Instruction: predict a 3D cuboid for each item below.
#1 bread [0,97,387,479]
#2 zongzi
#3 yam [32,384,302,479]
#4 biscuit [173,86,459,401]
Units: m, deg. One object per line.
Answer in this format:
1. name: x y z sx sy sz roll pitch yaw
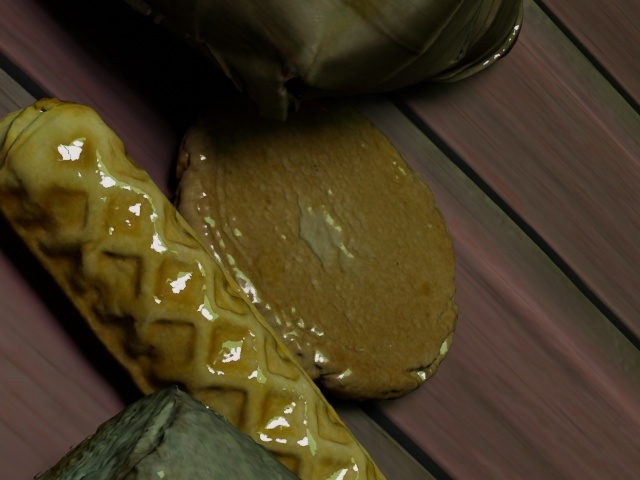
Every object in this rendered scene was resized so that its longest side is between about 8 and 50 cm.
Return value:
1. bread: -0.047 0.079 0.805 0.367 0.077 0.084 53 1 -3
2. zongzi: -0.091 -0.272 1.013 0.500 0.218 0.467 40 6 7
3. yam: -0.027 0.189 0.687 0.268 0.161 0.161 40 41 -14
4. biscuit: 0.000 0.000 0.942 0.226 0.042 0.226 27 47 -33
